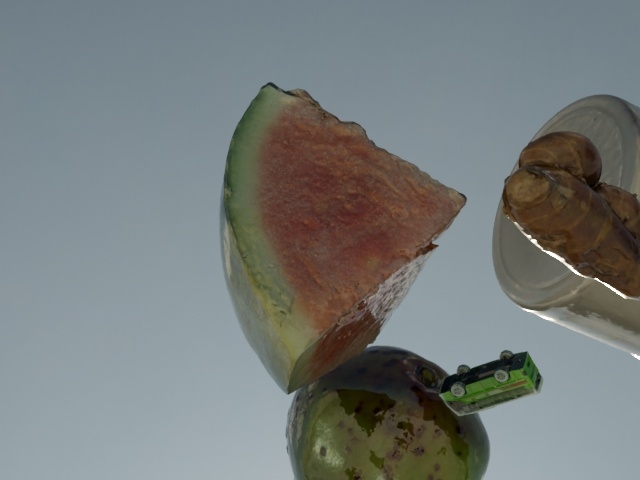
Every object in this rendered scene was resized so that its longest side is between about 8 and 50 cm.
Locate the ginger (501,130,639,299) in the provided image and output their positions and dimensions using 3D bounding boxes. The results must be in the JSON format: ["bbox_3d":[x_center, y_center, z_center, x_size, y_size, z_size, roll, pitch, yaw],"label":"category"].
[{"bbox_3d":[0.212,-0.023,1.143,0.162,0.103,0.073,41,-44,-22],"label":"ginger"}]

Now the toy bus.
[{"bbox_3d":[0.143,0.121,1.173,0.083,0.031,0.037,-23,-67,31],"label":"toy bus"}]

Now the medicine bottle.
[{"bbox_3d":[0.333,-0.004,1.432,0.232,0.238,0.238,22,-63,-23],"label":"medicine bottle"}]

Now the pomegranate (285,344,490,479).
[{"bbox_3d":[0.043,0.250,1.542,0.286,0.231,0.231,-44,-79,3],"label":"pomegranate"}]

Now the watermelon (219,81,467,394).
[{"bbox_3d":[0.000,0.000,1.358,0.232,0.310,0.193,14,-57,-31],"label":"watermelon"}]
